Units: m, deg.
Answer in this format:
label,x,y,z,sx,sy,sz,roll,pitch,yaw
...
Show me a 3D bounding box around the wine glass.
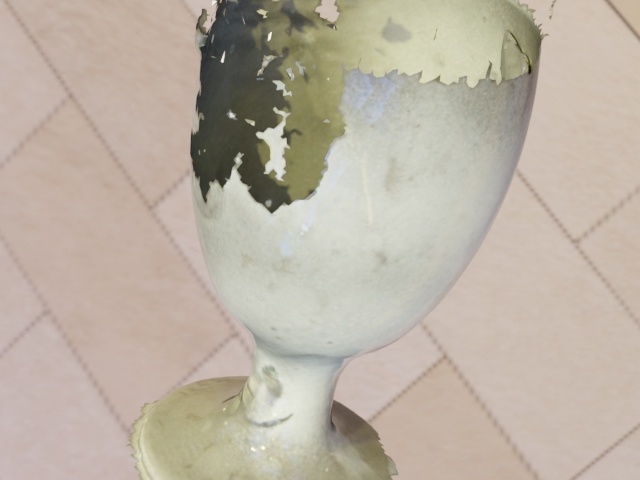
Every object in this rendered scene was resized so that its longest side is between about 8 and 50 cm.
label,x,y,z,sx,sy,sz,roll,pitch,yaw
wine glass,0.003,0.001,0.972,0.190,0.190,0.357,29,125,25
